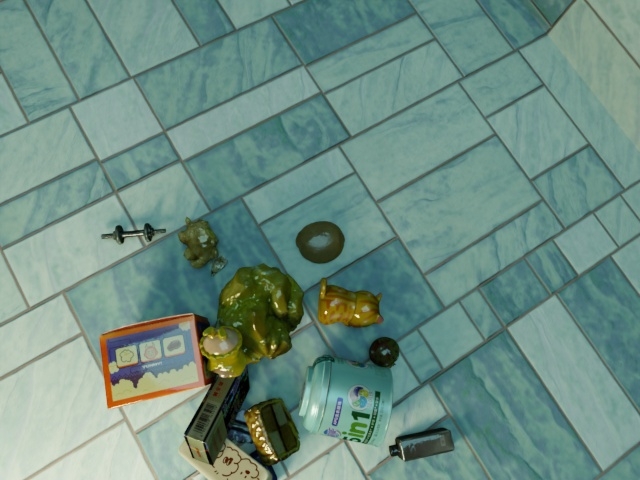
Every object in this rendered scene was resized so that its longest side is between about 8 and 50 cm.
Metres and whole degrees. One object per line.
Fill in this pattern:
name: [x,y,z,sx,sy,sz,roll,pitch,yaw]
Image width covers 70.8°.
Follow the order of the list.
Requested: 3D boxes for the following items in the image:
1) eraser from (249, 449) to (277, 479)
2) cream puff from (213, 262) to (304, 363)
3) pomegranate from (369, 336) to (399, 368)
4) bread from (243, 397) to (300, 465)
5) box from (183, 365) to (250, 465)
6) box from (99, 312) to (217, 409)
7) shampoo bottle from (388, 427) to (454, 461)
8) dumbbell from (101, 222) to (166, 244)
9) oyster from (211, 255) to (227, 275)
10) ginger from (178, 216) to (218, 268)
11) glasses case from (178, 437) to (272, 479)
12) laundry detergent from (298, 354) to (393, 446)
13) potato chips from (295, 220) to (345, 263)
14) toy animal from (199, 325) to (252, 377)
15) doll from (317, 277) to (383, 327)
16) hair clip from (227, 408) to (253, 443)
eraser: [-0.325,0.916,1.634,0.331,0.101,0.155,-30,80,-11]
cream puff: [-0.206,0.288,1.672,0.378,0.378,0.275,-38,46,-13]
pomegranate: [0.258,0.451,1.799,0.130,0.130,0.131,1,76,-5]
bread: [-0.179,0.703,1.670,0.096,0.181,0.223,-32,76,26]
box: [-0.352,0.592,1.579,0.084,0.198,0.310,14,45,12]
box: [-0.558,0.420,1.610,0.318,0.349,0.257,-13,78,-7]
shampoo bottle: [0.387,0.792,1.745,0.245,0.079,0.080,-8,75,-7]
dumbbell: [-0.763,-0.029,1.841,0.253,0.082,0.082,-6,77,-7]
oyster: [-0.428,0.101,1.866,0.093,0.034,0.051,-40,99,-24]
ginger: [-0.501,-0.003,1.850,0.157,0.102,0.216,-29,83,12]
glasses case: [-0.338,0.789,1.592,0.336,0.076,0.144,25,62,23]
laundry detergent: [0.084,0.583,1.663,0.304,0.287,0.288,12,75,-3]
potato chips: [0.001,0.000,1.918,0.207,0.062,0.196,16,77,-4]
toy animal: [-0.322,0.366,1.503,0.155,0.230,0.156,-2,46,2]
doll: [0.107,0.264,1.814,0.269,0.162,0.167,12,60,-13]
hair clip: [-0.305,0.707,1.717,0.195,0.052,0.124,14,81,-7]
